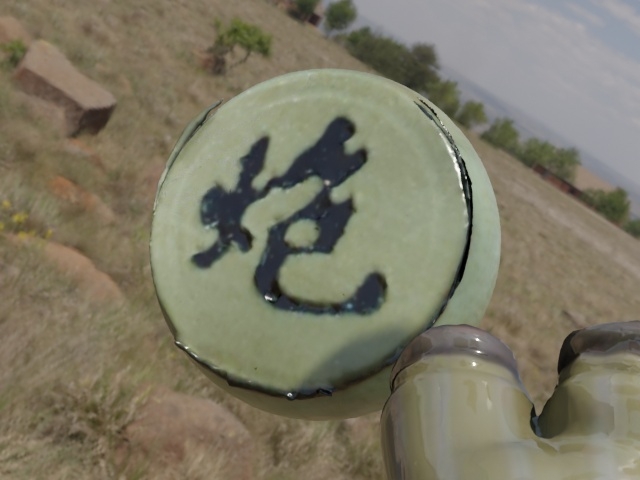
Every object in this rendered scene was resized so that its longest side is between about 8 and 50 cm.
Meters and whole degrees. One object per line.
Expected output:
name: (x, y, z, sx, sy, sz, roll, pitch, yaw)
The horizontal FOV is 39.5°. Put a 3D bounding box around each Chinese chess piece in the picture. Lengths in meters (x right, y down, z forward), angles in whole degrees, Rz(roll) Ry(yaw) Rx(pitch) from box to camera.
Chinese chess piece: (0.000, 0.000, 0.881, 0.349, 0.349, 0.146, 38, -1, 24)

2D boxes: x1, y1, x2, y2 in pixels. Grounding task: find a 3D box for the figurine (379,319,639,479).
figurine: (0.067, 0.182, 0.235, 0.248, 0.203, 0.381, 8, 44, 2)
